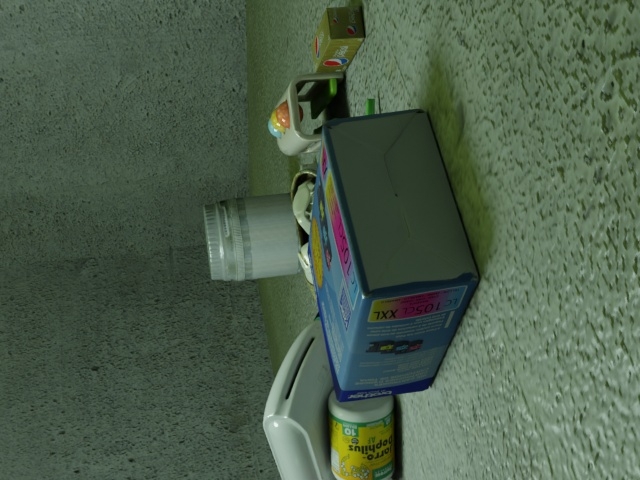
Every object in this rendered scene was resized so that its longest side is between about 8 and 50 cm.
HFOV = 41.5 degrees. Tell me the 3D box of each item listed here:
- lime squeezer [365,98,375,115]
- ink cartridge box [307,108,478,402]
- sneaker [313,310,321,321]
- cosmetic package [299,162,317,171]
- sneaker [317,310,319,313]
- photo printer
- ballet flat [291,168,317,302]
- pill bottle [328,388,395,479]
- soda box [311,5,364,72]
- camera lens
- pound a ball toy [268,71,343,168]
[{"bbox_3d":[0.081,-0.082,1.423,0.310,0.059,0.110,90,-161,-45],"label":"lime squeezer"},{"bbox_3d":[0.079,0.051,1.187,0.395,0.151,0.269,95,166,-58],"label":"ink cartridge box"},{"bbox_3d":[0.030,0.246,1.818,0.302,0.108,0.121,88,-169,-55],"label":"sneaker"},{"bbox_3d":[-0.022,-0.121,2.020,0.060,0.041,0.115,102,160,-62],"label":"cosmetic package"},{"bbox_3d":[0.022,0.257,1.914,0.082,0.069,0.209,-113,20,-70],"label":"sneaker"},{"bbox_3d":[-0.007,0.324,1.602,0.256,0.107,0.307,-63,-30,-42],"label":"photo printer"},{"bbox_3d":[0.000,0.000,1.674,0.123,0.123,0.348,97,167,-55],"label":"ballet flat"},{"bbox_3d":[0.075,0.368,1.512,0.117,0.118,0.208,-118,23,-67],"label":"pill bottle"},{"bbox_3d":[0.028,-0.349,1.481,0.181,0.061,0.058,140,124,-79],"label":"soda box"},{"bbox_3d":[-0.162,-0.009,2.234,0.219,0.275,0.219,174,90,-81],"label":"camera lens"},{"bbox_3d":[-0.025,-0.209,1.683,0.319,0.136,0.208,-176,80,-81],"label":"pound a ball toy"}]
